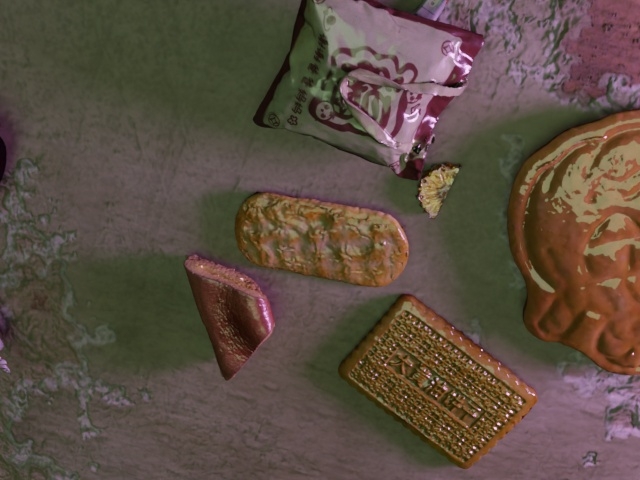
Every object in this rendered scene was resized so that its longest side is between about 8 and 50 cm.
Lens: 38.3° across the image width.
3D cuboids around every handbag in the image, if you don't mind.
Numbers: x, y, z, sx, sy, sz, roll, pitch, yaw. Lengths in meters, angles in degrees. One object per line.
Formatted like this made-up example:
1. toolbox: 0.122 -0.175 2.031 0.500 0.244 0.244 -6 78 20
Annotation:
1. handbag: 0.054 -0.200 1.141 0.234 0.127 0.213 19 114 -10

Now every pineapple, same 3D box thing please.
1. pineapple: 0.150 -0.071 1.226 0.045 0.019 0.083 21 112 -4

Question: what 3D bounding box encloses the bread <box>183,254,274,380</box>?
1. bread: -0.119 0.106 1.316 0.119 0.067 0.193 -8 107 21

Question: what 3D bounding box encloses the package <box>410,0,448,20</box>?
1. package: 0.148 -0.307 1.139 0.037 0.015 0.110 31 114 -8

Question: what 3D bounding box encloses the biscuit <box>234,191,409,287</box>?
1. biscuit: 0.000 0.000 1.274 0.247 0.029 0.119 10 112 7

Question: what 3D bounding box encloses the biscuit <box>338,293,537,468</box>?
1. biscuit: 0.167 0.209 1.322 0.254 0.029 0.172 37 112 -5

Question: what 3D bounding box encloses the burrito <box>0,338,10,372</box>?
1. burrito: -0.639 0.056 1.380 0.445 0.101 0.139 33 108 0

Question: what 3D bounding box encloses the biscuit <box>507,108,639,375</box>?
1. biscuit: 0.435 0.009 1.178 0.384 0.062 0.365 -1 111 11

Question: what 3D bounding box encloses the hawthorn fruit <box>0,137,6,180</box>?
1. hawthorn fruit: -0.553 -0.144 1.249 0.189 0.189 0.251 -39 93 21
